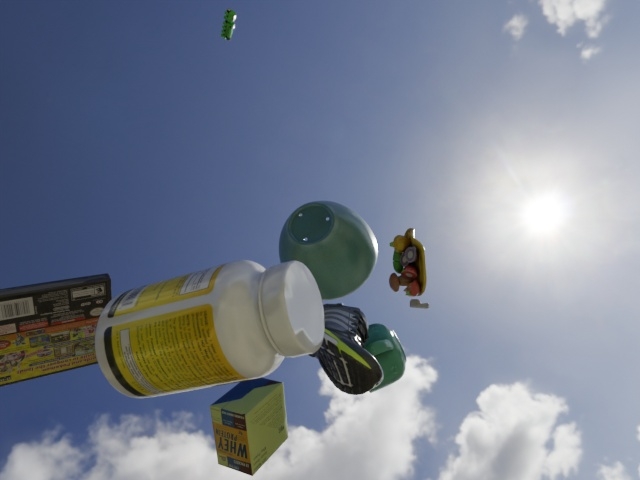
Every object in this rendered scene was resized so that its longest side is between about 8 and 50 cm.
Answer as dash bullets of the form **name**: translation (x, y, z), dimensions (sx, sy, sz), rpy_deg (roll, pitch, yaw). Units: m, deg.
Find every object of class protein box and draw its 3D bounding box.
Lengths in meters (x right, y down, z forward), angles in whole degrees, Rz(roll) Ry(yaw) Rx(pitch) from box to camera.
- **protein box**: translation (-0.215, 0.563, 1.489), dimensions (0.200, 0.136, 0.201), rpy_deg (-26, -65, -58)

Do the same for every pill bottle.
- **pill bottle**: translation (-0.172, 0.138, 0.776), dimensions (0.188, 0.334, 0.187), rpy_deg (-15, -90, -70)

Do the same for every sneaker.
- **sneaker**: translation (0.043, 0.175, 0.887), dimensions (0.121, 0.300, 0.111), rpy_deg (-23, -71, -16)

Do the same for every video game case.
- **video game case**: translation (-0.630, 0.208, 1.119), dimensions (0.275, 0.035, 0.248), rpy_deg (-9, -58, -32)

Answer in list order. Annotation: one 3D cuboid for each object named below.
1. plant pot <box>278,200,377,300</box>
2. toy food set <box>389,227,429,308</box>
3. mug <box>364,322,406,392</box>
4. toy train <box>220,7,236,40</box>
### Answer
- **plant pot**: translation (0.000, 0.000, 1.359), dimensions (0.290, 0.290, 0.195), rpy_deg (-50, -31, -12)
- **toy food set**: translation (0.217, 0.079, 1.242), dimensions (0.071, 0.128, 0.217), rpy_deg (-6, -88, -12)
- **mug**: translation (0.123, 0.242, 1.001), dimensions (0.097, 0.158, 0.129), rpy_deg (-23, -80, -5)
- **toy train**: translation (-0.193, -0.453, 1.014), dimensions (0.024, 0.083, 0.017), rpy_deg (35, -115, -4)
